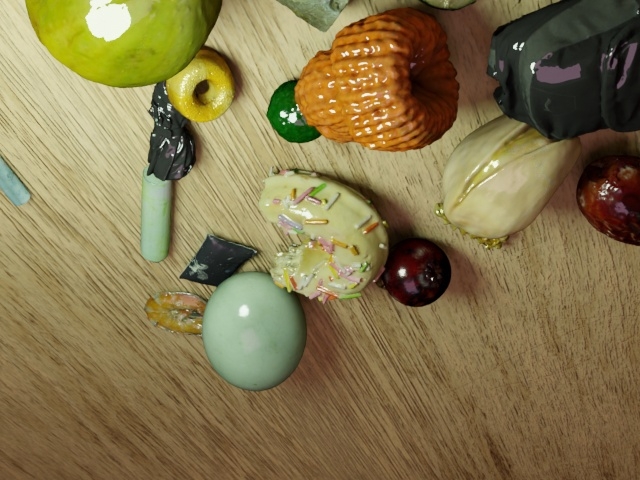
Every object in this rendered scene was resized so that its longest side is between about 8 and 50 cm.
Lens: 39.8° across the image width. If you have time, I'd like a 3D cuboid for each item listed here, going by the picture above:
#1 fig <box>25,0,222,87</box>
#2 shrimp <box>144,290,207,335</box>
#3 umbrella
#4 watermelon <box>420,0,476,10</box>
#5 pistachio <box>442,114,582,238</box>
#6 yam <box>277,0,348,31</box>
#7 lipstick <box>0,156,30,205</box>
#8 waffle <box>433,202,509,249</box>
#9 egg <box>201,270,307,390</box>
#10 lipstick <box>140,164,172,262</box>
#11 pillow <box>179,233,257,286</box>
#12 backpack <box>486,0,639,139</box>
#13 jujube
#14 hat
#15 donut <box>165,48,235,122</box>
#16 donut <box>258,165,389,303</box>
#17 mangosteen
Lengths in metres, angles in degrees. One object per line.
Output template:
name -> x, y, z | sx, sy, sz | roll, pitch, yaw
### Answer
fig -> -0.312, -0.421, 1.480 | 0.343, 0.343, 0.343 | 3, 141, 3
shrimp -> -0.335, 0.210, 2.474 | 0.316, 0.062, 0.164 | 13, 137, -5
umbrella -> -0.320, -0.268, 1.871 | 0.118, 0.118, 0.340 | 6, 132, 0
watermelon -> 0.188, -0.495, 1.558 | 0.119, 0.063, 0.245 | -31, 126, 12
pistachio -> 0.385, -0.142, 1.832 | 0.321, 0.229, 0.238 | -43, 165, 28
yam -> -0.046, -0.477, 1.537 | 0.254, 0.154, 0.154 | 31, 134, -26
lipstick -> -0.748, -0.150, 2.092 | 0.048, 0.048, 0.158 | -8, 139, 16
waffle -> 0.364, -0.037, 2.097 | 0.160, 0.046, 0.192 | -11, 138, 16
egg -> -0.172, 0.238, 2.315 | 0.276, 0.276, 0.389 | 4, 143, 2
lipstick -> -0.399, -0.060, 2.140 | 0.076, 0.076, 0.304 | 9, 141, -4
pillow -> -0.269, 0.058, 2.282 | 0.141, 0.055, 0.208 | 18, 140, -25
backpack -> 0.519, -0.335, 1.560 | 0.445, 0.255, 0.363 | -17, 139, 5
jujube -> 0.662, -0.083, 1.905 | 0.183, 0.183, 0.243 | -29, 129, 35
hat -> 0.051, -0.303, 1.691 | 0.400, 0.285, 0.285 | 5, 145, 32
donut -> -0.238, -0.307, 1.783 | 0.151, 0.058, 0.152 | -17, 133, -20
donut -> 0.007, 0.007, 2.077 | 0.307, 0.150, 0.371 | 13, 142, 14
mangosteen -> 0.220, 0.080, 2.172 | 0.199, 0.200, 0.200 | 3, 141, 3
